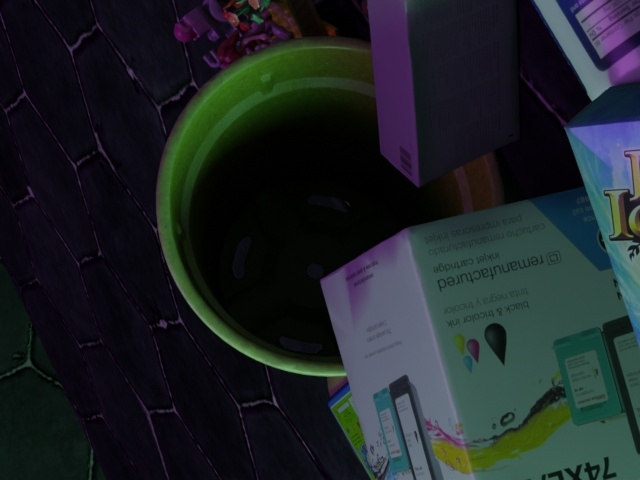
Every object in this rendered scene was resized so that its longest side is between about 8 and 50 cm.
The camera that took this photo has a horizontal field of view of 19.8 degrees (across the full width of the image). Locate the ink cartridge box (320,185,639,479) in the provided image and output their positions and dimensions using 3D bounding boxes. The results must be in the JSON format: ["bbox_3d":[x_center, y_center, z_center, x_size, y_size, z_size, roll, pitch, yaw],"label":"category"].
[{"bbox_3d":[0.150,0.119,1.303,0.197,0.198,0.270,145,110,-69],"label":"ink cartridge box"}]

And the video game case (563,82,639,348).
[{"bbox_3d":[0.289,0.024,0.991,0.270,0.061,0.244,-4,113,42],"label":"video game case"}]

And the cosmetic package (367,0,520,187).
[{"bbox_3d":[0.089,-0.162,1.338,0.060,0.099,0.239,47,153,43],"label":"cosmetic package"}]

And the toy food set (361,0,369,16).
[{"bbox_3d":[0.048,-0.209,1.486,0.122,0.019,0.078,35,145,51],"label":"toy food set"}]

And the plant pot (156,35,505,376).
[{"bbox_3d":[0.000,0.000,1.552,0.276,0.276,0.254,60,170,10],"label":"plant pot"}]

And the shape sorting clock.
[{"bbox_3d":[0.075,0.195,1.853,0.206,0.040,0.206,44,148,37],"label":"shape sorting clock"}]

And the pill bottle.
[{"bbox_3d":[0.194,-0.139,1.098,0.186,0.112,0.112,61,159,8],"label":"pill bottle"}]

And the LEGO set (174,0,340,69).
[{"bbox_3d":[-0.065,-0.171,1.547,0.132,0.107,0.287,43,167,0],"label":"LEGO set"}]
